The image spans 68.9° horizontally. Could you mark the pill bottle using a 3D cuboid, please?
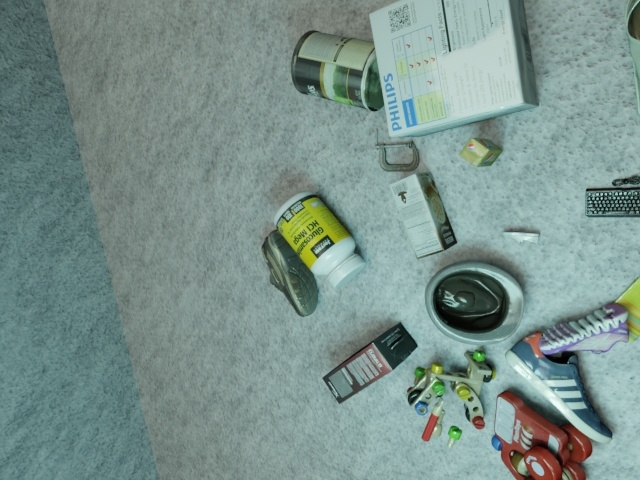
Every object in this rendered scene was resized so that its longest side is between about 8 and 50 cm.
[{"bbox_3d":[0.000,0.000,1.646,0.334,0.188,0.188,50,121,15],"label":"pill bottle"}]

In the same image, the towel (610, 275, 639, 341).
[{"bbox_3d":[0.852,0.153,1.218,0.102,0.021,0.237,39,118,17],"label":"towel"}]

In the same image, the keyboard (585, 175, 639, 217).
[{"bbox_3d":[0.788,-0.112,1.205,0.180,0.023,0.108,2,100,32],"label":"keyboard"}]

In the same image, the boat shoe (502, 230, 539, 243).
[{"bbox_3d":[0.581,-0.008,1.356,0.100,0.035,0.035,5,100,26],"label":"boat shoe"}]

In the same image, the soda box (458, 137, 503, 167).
[{"bbox_3d":[0.451,-0.246,1.304,0.061,0.181,0.058,42,119,19],"label":"soda box"}]

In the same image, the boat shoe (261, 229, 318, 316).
[{"bbox_3d":[-0.123,0.132,1.806,0.130,0.132,0.355,-36,70,43],"label":"boat shoe"}]

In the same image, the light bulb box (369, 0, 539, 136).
[{"bbox_3d":[0.366,-0.496,1.284,0.361,0.225,0.357,-7,96,35],"label":"light bulb box"}]

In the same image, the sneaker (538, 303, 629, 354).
[{"bbox_3d":[0.710,0.264,1.246,0.237,0.095,0.104,-26,100,15],"label":"sneaker"}]

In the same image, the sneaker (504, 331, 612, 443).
[{"bbox_3d":[0.700,0.404,1.311,0.350,0.131,0.148,43,98,8],"label":"sneaker"}]

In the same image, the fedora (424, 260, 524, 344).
[{"bbox_3d":[0.455,0.182,1.404,0.276,0.124,0.243,4,90,16],"label":"fedora"}]

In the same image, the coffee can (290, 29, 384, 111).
[{"bbox_3d":[0.075,-0.540,1.481,0.276,0.202,0.201,23,111,28],"label":"coffee can"}]

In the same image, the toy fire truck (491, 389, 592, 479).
[{"bbox_3d":[0.623,0.621,1.378,0.254,0.170,0.301,34,138,52],"label":"toy fire truck"}]

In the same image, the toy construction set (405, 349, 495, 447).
[{"bbox_3d":[0.402,0.446,1.419,0.258,0.309,0.237,22,106,20],"label":"toy construction set"}]

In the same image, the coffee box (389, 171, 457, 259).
[{"bbox_3d":[0.321,-0.080,1.449,0.098,0.141,0.246,-21,88,34],"label":"coffee box"}]

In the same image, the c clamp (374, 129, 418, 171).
[{"bbox_3d":[0.246,-0.291,1.527,0.161,0.022,0.137,11,105,32],"label":"c clamp"}]

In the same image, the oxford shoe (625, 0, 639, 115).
[{"bbox_3d":[0.814,-0.385,1.072,0.169,0.130,0.448,-17,91,33],"label":"oxford shoe"}]

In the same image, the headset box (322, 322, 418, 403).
[{"bbox_3d":[0.181,0.409,1.590,0.293,0.218,0.110,-44,75,33],"label":"headset box"}]
